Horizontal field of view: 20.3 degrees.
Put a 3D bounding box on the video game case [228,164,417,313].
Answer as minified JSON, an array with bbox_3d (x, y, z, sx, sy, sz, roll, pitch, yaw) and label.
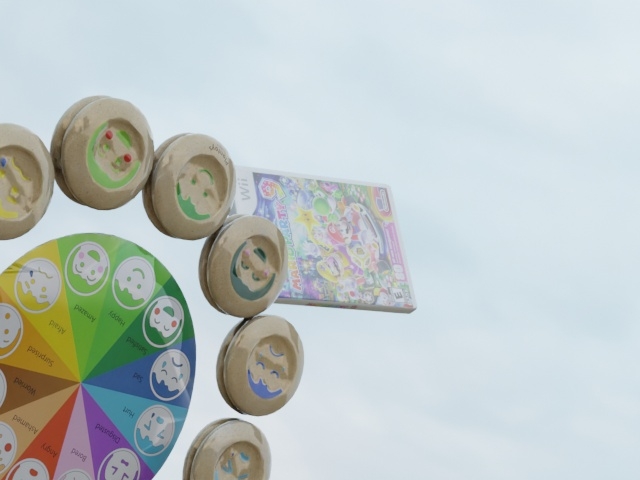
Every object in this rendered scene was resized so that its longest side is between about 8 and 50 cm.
[{"bbox_3d":[0.000,0.000,1.082,0.122,0.087,0.011,6,-28,-34],"label":"video game case"}]

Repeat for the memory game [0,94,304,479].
[{"bbox_3d":[-0.075,0.045,0.580,0.012,0.186,0.186,11,-20,45],"label":"memory game"}]
